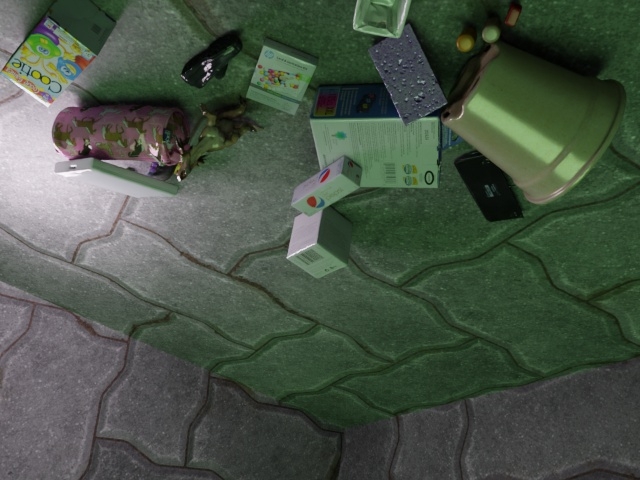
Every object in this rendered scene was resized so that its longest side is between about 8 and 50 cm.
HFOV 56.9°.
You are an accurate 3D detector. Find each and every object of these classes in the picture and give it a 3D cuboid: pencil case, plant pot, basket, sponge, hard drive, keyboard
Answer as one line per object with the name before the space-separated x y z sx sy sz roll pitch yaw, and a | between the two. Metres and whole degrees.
pencil case | -0.583 -0.309 1.733 0.386 0.167 0.160 4 127 12
plant pot | 0.470 -0.303 1.394 0.305 0.334 0.334 28 142 -8
basket | 0.142 -0.547 1.287 0.113 0.103 0.167 11 145 -2
sponge | 0.210 -0.395 1.417 0.117 0.031 0.210 -26 92 22
hard drive | -0.630 -0.189 1.837 0.203 0.040 0.307 0 169 36
keyboard | 0.548 -0.166 1.779 0.201 0.033 0.317 -8 142 33

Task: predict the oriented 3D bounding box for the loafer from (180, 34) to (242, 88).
loafer | -0.273 -0.461 1.537 0.223 0.076 0.078 -18 142 40

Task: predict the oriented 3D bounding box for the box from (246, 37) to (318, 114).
box | -0.104 -0.430 1.566 0.145 0.038 0.186 19 143 -12

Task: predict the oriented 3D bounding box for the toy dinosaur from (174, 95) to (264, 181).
toy dinosaur | -0.298 -0.292 1.661 0.200 0.295 0.127 -34 91 39

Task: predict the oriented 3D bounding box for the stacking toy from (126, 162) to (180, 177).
stacking toy | -0.555 -0.225 1.947 0.167 0.052 0.221 22 143 -17

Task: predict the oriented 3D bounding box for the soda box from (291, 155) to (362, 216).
soda box | 0.015 -0.147 1.650 0.074 0.069 0.216 33 140 -29

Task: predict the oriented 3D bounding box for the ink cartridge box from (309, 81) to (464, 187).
ink cartridge box | 0.191 -0.279 1.605 0.395 0.151 0.270 3 145 13

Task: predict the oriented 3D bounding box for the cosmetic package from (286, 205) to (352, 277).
cosmetic package | 0.000 0.000 2.009 0.151 0.184 0.151 -25 131 39

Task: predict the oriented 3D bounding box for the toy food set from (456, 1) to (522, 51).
toy food set | 0.387 -0.527 1.290 0.111 0.104 0.232 21 127 8

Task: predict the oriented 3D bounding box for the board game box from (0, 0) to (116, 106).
board game box | -0.677 -0.495 1.523 0.275 0.144 0.142 -25 132 37
